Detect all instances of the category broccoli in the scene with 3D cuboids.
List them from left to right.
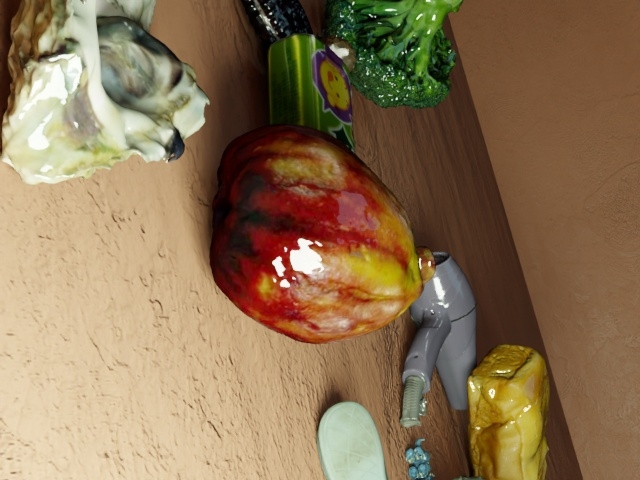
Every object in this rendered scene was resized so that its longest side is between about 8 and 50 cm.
[{"bbox_3d":[0.147,-0.387,1.701,0.298,0.297,0.297,20,44,-20],"label":"broccoli"}]

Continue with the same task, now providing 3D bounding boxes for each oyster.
[{"bbox_3d":[-0.191,-0.175,0.821,0.351,0.115,0.238,-81,156,-44],"label":"oyster"}]

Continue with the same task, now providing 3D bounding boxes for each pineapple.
[{"bbox_3d":[0.011,-0.305,1.499,0.074,0.074,0.159,64,-1,-22],"label":"pineapple"}]

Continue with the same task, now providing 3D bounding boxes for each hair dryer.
[{"bbox_3d":[0.191,0.217,1.575,0.361,0.121,0.301,-49,128,-57],"label":"hair dryer"}]

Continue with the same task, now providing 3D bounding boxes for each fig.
[{"bbox_3d":[-0.013,-0.001,0.990,0.263,0.224,0.224,49,24,-11],"label":"fig"}]

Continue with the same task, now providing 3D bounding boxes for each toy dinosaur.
[{"bbox_3d":[0.153,0.343,1.411,0.047,0.031,0.083,38,39,-60],"label":"toy dinosaur"}]

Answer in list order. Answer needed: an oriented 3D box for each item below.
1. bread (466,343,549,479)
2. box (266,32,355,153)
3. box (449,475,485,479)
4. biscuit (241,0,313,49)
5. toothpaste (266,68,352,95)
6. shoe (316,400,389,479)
[{"bbox_3d":[0.339,0.343,1.662,0.167,0.132,0.294,-49,138,-57],"label":"bread"},{"bbox_3d":[-0.011,-0.103,1.239,0.134,0.097,0.345,33,45,-49],"label":"box"},{"bbox_3d":[0.182,0.434,1.257,0.148,0.129,0.210,65,19,-18],"label":"box"},{"bbox_3d":[-0.065,-0.340,1.372,0.194,0.053,0.194,54,19,-29],"label":"biscuit"},{"bbox_3d":[-0.013,-0.231,1.458,0.297,0.048,0.074,-22,93,-67],"label":"toothpaste"},{"bbox_3d":[0.045,0.297,1.120,0.078,0.079,0.195,115,-42,-64],"label":"shoe"}]
